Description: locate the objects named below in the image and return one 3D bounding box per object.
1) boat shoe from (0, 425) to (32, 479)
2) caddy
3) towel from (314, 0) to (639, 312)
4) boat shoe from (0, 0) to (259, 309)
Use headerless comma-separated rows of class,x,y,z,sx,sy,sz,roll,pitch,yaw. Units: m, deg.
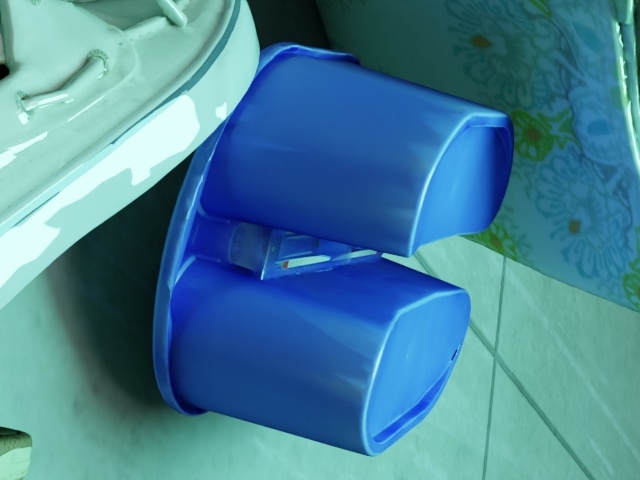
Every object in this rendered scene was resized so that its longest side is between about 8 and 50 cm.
boat shoe,-0.192,0.122,0.671,0.190,0.068,0.072,13,87,-65
caddy,0.000,0.000,0.978,0.341,0.179,0.241,-12,119,-72
towel,0.130,-0.117,1.098,0.090,0.374,0.320,-35,127,-24
boat shoe,-0.158,-0.086,0.709,0.367,0.136,0.156,-47,127,-46
